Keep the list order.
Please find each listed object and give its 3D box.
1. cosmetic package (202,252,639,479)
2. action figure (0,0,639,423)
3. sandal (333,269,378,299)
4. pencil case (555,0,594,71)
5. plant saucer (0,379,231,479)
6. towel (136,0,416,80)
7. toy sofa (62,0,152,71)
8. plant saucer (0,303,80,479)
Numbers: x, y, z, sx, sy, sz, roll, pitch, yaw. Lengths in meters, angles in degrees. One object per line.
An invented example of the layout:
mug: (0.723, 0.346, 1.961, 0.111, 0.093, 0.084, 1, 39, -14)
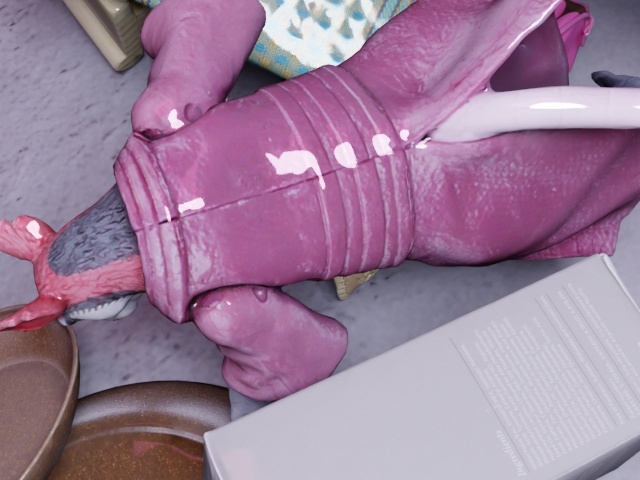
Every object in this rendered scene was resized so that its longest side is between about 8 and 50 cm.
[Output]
cosmetic package: (0.061, 0.113, 0.544, 0.238, 0.127, 0.107, -19, 66, -18)
action figure: (0.019, -0.023, 0.501, 0.370, 0.275, 0.248, -22, 97, -15)
sandal: (0.001, 0.000, 0.675, 0.240, 0.088, 0.079, -4, 87, 7)
pencil case: (0.097, -0.180, 0.729, 0.098, 0.095, 0.209, -39, 67, -14)
plant saucer: (-0.110, 0.224, 0.595, 0.310, 0.050, 0.311, -4, 63, 9)
towel: (-0.017, -0.247, 0.635, 0.370, 0.040, 0.271, 28, 89, -5)
toy sofa: (-0.055, -0.295, 0.793, 0.362, 0.177, 0.150, -37, 87, -10)
plant saucer: (-0.220, 0.127, 0.629, 0.198, 0.036, 0.199, -23, 36, 19)
